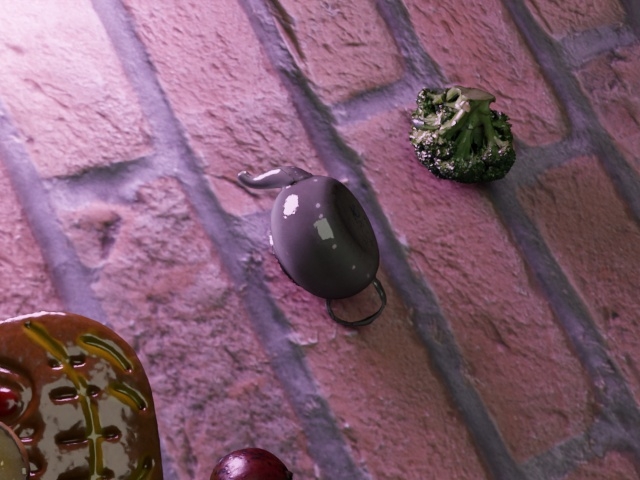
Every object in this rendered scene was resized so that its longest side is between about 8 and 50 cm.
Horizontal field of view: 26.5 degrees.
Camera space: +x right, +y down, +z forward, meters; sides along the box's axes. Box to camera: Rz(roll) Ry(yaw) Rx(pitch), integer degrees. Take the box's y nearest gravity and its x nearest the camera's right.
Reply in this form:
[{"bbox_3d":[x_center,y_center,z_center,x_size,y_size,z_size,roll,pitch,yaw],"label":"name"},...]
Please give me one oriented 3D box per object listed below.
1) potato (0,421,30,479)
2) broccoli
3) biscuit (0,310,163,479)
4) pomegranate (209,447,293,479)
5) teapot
[{"bbox_3d":[-0.456,0.303,1.682,0.200,0.081,0.164,-29,83,-9],"label":"potato"},{"bbox_3d":[0.234,-0.176,2.218,0.195,0.156,0.195,6,29,-4],"label":"broccoli"},{"bbox_3d":[-0.379,0.289,1.764,0.350,0.070,0.394,-11,74,-13],"label":"biscuit"},{"bbox_3d":[-0.111,0.346,1.837,0.159,0.129,0.129,-5,65,-12],"label":"pomegranate"},{"bbox_3d":[0.000,0.000,2.034,0.294,0.129,0.193,60,20,-7],"label":"teapot"}]
